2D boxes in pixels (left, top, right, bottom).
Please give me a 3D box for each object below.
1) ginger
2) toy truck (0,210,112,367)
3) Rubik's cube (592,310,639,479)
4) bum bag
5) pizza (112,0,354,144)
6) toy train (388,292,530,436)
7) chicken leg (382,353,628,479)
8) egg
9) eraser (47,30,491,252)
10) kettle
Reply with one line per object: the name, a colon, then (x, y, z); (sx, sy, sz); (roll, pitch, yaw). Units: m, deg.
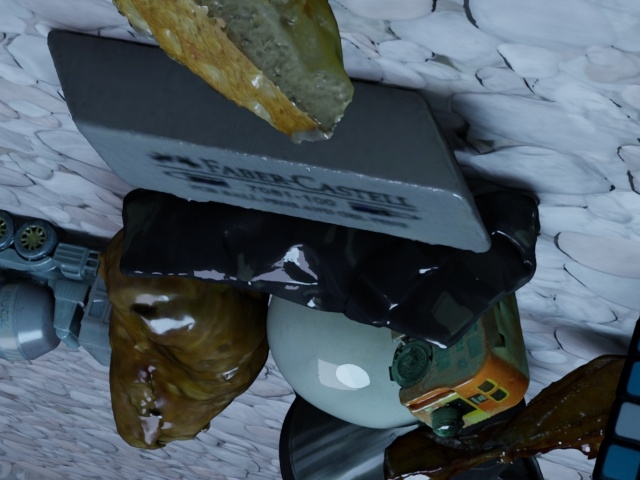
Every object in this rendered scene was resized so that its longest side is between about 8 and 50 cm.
ginger: (-0.117, 0.073, 1.792); (0.165, 0.172, 0.321); (35, 152, 18)
toy truck: (-0.266, 0.065, 1.982); (0.256, 0.140, 0.108); (12, 162, 18)
Rubik's cube: (0.328, 0.153, 1.583); (0.182, 0.187, 0.184); (14, 160, 15)
bum bag: (0.000, 0.000, 1.508); (0.340, 0.144, 0.095); (12, 149, 20)
pizza: (-0.057, -0.148, 1.239); (0.188, 0.080, 0.204); (46, 167, -10)
toy train: (0.105, 0.065, 1.556); (0.099, 0.188, 0.072); (-25, 141, 23)
chicken leg: (0.191, 0.163, 1.726); (0.304, 0.093, 0.113); (-13, 177, -19)
egg: (0.047, 0.087, 1.713); (0.209, 0.151, 0.151); (30, 159, -37)
eraser: (-0.040, -0.072, 1.436); (0.352, 0.077, 0.111); (12, 163, 21)
kettle: (0.097, 0.166, 1.914); (0.207, 0.251, 0.271); (-8, 167, -27)
